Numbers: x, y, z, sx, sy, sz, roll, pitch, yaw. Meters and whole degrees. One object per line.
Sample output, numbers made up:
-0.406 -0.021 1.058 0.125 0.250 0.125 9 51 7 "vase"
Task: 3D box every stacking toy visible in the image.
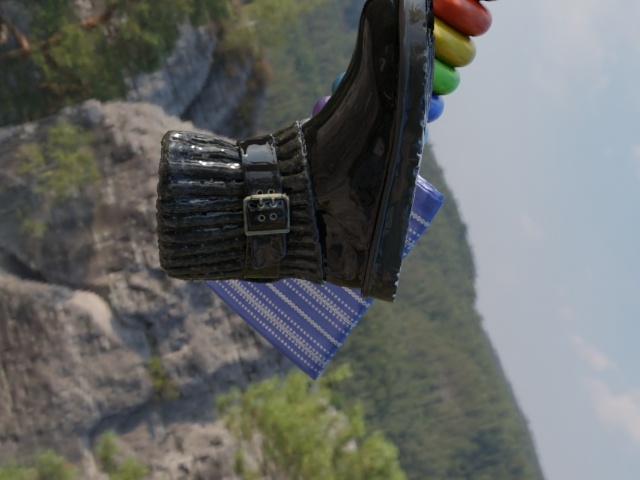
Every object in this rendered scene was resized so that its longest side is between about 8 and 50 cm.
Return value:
0.109 -0.206 1.163 0.141 0.330 0.141 31 17 -11 "stacking toy"

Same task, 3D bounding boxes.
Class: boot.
-0.029 -0.100 1.049 0.131 0.260 0.348 -71 170 -68 "boot"

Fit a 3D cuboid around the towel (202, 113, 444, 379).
0.000 0.000 1.558 0.243 0.336 0.040 40 14 19 "towel"
